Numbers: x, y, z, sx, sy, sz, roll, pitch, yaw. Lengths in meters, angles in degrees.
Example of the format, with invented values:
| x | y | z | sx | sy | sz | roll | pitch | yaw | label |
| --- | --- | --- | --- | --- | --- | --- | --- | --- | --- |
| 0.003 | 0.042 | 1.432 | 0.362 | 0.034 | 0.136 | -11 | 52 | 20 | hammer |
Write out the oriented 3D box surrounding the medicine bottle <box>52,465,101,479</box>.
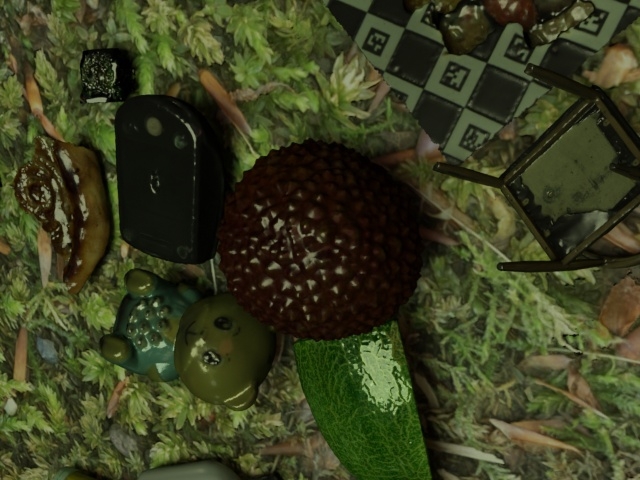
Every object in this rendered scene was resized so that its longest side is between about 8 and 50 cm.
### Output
| x | y | z | sx | sy | sz | roll | pitch | yaw | label |
| --- | --- | --- | --- | --- | --- | --- | --- | --- | --- |
| -0.415 | 0.500 | 1.576 | 0.218 | 0.074 | 0.073 | 10 | 111 | 24 | medicine bottle |

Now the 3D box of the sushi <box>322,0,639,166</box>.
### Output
| x | y | z | sx | sy | sz | roll | pitch | yaw | label |
| --- | --- | --- | --- | --- | --- | --- | --- | --- | --- |
| 0.192 | -0.276 | 0.985 | 0.292 | 0.059 | 0.294 | -38 | 72 | 19 | sushi |

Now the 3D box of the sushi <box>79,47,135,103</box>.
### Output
| x | y | z | sx | sy | sz | roll | pitch | yaw | label |
| --- | --- | --- | --- | --- | --- | --- | --- | --- | --- |
| -0.333 | -0.260 | 1.290 | 0.085 | 0.056 | 0.083 | 1 | 100 | 29 | sushi |

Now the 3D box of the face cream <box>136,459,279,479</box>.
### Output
| x | y | z | sx | sy | sz | roll | pitch | yaw | label |
| --- | --- | --- | --- | --- | --- | --- | --- | --- | --- |
| -0.197 | 0.457 | 1.445 | 0.291 | 0.071 | 0.144 | -15 | 99 | 31 | face cream |

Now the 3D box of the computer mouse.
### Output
| x | y | z | sx | sy | sz | roll | pitch | yaw | label |
| --- | --- | --- | --- | --- | --- | --- | --- | --- | --- |
| -0.225 | -0.099 | 1.257 | 0.170 | 0.100 | 0.269 | 19 | 119 | 24 | computer mouse |

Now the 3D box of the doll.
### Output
| x | y | z | sx | sy | sz | roll | pitch | yaw | label |
| --- | --- | --- | --- | --- | --- | --- | --- | --- | --- |
| -0.193 | 0.156 | 1.287 | 0.261 | 0.161 | 0.177 | 10 | 72 | 26 | doll |

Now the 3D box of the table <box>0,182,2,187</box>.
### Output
| x | y | z | sx | sy | sz | roll | pitch | yaw | label |
| --- | --- | --- | --- | --- | --- | --- | --- | --- | --- |
| -0.714 | -0.139 | 1.440 | 0.169 | 0.172 | 0.193 | 0 | 121 | 28 | table |

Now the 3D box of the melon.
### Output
| x | y | z | sx | sy | sz | roll | pitch | yaw | label |
| --- | --- | --- | --- | --- | --- | --- | --- | --- | --- |
| 0.092 | 0.271 | 1.200 | 0.196 | 0.124 | 0.323 | -16 | 97 | 39 | melon |

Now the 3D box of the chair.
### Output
| x | y | z | sx | sy | sz | roll | pitch | yaw | label |
| --- | --- | --- | --- | --- | --- | --- | --- | --- | --- |
| 0.292 | -0.065 | 0.936 | 0.188 | 0.272 | 0.166 | -47 | 53 | 30 | chair |

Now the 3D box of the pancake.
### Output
| x | y | z | sx | sy | sz | roll | pitch | yaw | label |
| --- | --- | --- | --- | --- | --- | --- | --- | --- | --- |
| -0.434 | -0.061 | 1.406 | 0.212 | 0.056 | 0.257 | -37 | 87 | 32 | pancake |

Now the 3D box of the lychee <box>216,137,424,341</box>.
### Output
| x | y | z | sx | sy | sz | roll | pitch | yaw | label |
| --- | --- | --- | --- | --- | --- | --- | --- | --- | --- |
| 0.000 | 0.000 | 1.080 | 0.276 | 0.304 | 0.275 | -1 | 96 | -5 | lychee |
